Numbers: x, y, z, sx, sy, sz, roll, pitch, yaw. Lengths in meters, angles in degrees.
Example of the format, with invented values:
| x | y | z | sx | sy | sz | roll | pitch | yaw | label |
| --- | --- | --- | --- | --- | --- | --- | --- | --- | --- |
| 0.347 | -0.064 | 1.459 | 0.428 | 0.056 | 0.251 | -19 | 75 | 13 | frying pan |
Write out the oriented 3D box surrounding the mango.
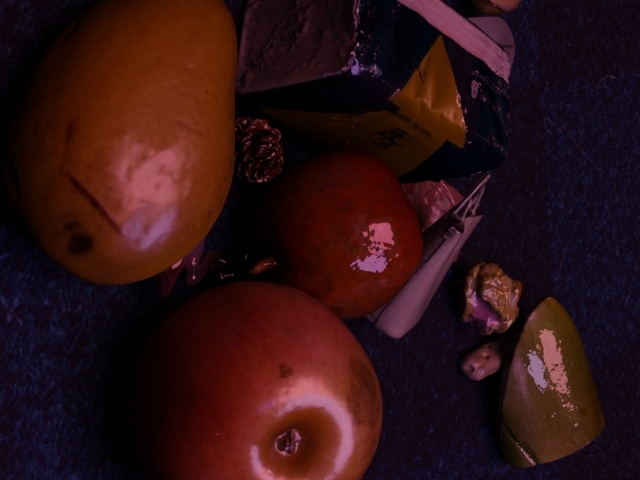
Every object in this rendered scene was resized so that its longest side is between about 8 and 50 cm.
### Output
| x | y | z | sx | sy | sz | roll | pitch | yaw | label |
| --- | --- | --- | --- | --- | --- | --- | --- | --- | --- |
| -0.240 | -0.157 | 1.482 | 0.301 | 0.220 | 0.445 | 30 | 75 | -14 | mango |

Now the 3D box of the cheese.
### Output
| x | y | z | sx | sy | sz | roll | pitch | yaw | label |
| --- | --- | --- | --- | --- | --- | --- | --- | --- | --- |
| 0.356 | 0.233 | 2.268 | 0.194 | 0.065 | 0.043 | -21 | 150 | -45 | cheese |

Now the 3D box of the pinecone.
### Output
| x | y | z | sx | sy | sz | roll | pitch | yaw | label |
| --- | --- | --- | --- | --- | --- | --- | --- | --- | --- |
| -0.098 | -0.135 | 1.730 | 0.102 | 0.109 | 0.102 | -25 | 142 | -21 | pinecone |

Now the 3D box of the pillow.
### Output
| x | y | z | sx | sy | sz | roll | pitch | yaw | label |
| --- | --- | --- | --- | --- | --- | --- | --- | --- | --- |
| 0.188 | -0.069 | 2.081 | 0.248 | 0.049 | 0.135 | 34 | 67 | -38 | pillow |

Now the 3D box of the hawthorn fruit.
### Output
| x | y | z | sx | sy | sz | roll | pitch | yaw | label |
| --- | --- | --- | --- | --- | --- | --- | --- | --- | --- |
| 0.000 | 0.000 | 1.745 | 0.298 | 0.277 | 0.277 | -23 | 109 | -34 | hawthorn fruit |

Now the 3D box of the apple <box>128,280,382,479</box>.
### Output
| x | y | z | sx | sy | sz | roll | pitch | yaw | label |
| --- | --- | --- | --- | --- | --- | --- | --- | --- | --- |
| -0.085 | 0.242 | 1.583 | 0.363 | 0.363 | 0.364 | -4 | 96 | -46 | apple |

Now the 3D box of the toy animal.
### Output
| x | y | z | sx | sy | sz | roll | pitch | yaw | label |
| --- | --- | --- | --- | --- | --- | --- | --- | --- | --- |
| -0.200 | -0.049 | 1.643 | 0.195 | 0.090 | 0.324 | -41 | 124 | -53 | toy animal |

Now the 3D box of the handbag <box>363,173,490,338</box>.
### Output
| x | y | z | sx | sy | sz | roll | pitch | yaw | label |
| --- | --- | --- | --- | --- | --- | --- | --- | --- | --- |
| 0.206 | 0.021 | 1.914 | 0.109 | 0.315 | 0.241 | 44 | 19 | 5 | handbag |

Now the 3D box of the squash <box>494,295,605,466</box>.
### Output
| x | y | z | sx | sy | sz | roll | pitch | yaw | label |
| --- | --- | --- | --- | --- | --- | --- | --- | --- | --- |
| 0.445 | 0.274 | 2.305 | 0.233 | 0.210 | 0.309 | -32 | 103 | -42 | squash |

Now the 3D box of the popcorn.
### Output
| x | y | z | sx | sy | sz | roll | pitch | yaw | label |
| --- | --- | --- | --- | --- | --- | --- | --- | --- | --- |
| 0.328 | 0.112 | 2.190 | 0.126 | 0.125 | 0.145 | -30 | 95 | -30 | popcorn |

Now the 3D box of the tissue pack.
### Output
| x | y | z | sx | sy | sz | roll | pitch | yaw | label |
| --- | --- | --- | --- | --- | --- | --- | --- | --- | --- |
| 0.094 | -0.271 | 1.800 | 0.416 | 0.264 | 0.253 | 27 | 63 | -44 | tissue pack |

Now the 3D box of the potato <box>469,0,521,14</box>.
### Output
| x | y | z | sx | sy | sz | roll | pitch | yaw | label |
| --- | --- | --- | --- | --- | --- | --- | --- | --- | --- |
| 0.333 | -0.532 | 2.181 | 0.164 | 0.081 | 0.201 | 25 | 72 | -34 | potato |

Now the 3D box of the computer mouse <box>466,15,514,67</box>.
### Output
| x | y | z | sx | sy | sz | roll | pitch | yaw | label |
| --- | --- | --- | --- | --- | --- | --- | --- | --- | --- |
| 0.300 | -0.370 | 2.162 | 0.230 | 0.079 | 0.128 | -16 | 101 | -41 | computer mouse |
